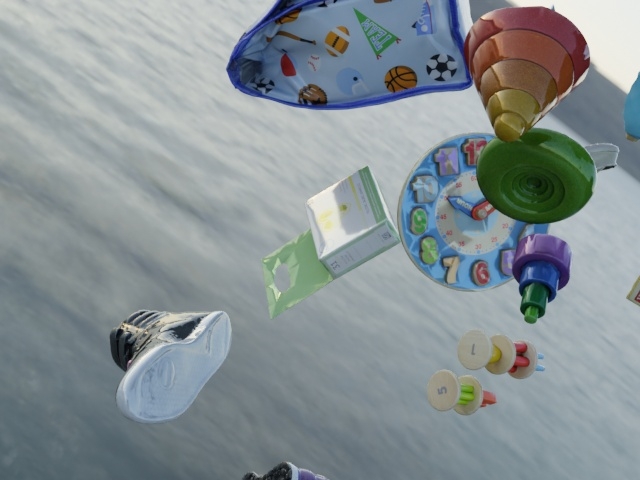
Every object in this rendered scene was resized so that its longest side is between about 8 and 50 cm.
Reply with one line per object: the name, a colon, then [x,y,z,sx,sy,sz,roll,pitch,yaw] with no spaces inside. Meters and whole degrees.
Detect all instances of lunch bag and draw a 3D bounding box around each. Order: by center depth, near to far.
lunch bag: [0.056,-0.348,1.697,0.328,0.385,0.239,-57,134,-68]

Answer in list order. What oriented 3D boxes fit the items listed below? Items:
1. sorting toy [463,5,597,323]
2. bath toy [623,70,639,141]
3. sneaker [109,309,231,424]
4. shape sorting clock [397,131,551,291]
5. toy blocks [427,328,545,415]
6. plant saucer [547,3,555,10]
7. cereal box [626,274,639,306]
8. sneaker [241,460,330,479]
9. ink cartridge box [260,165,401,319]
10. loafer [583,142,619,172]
sorting toy: [0.208,-0.049,1.024,0.365,0.127,0.126,74,28,-42]
bath toy: [0.447,-0.155,1.092,0.151,0.129,0.348,24,18,27]
sneaker: [-0.244,0.174,1.408,0.147,0.104,0.296,-2,15,19]
shape sorting clock: [0.198,-0.035,1.287,0.206,0.206,0.040,35,-1,-12]
toy blocks: [0.223,0.178,1.317,0.148,0.123,0.054,16,25,-42]
plant saucer: [0.338,-0.300,1.521,0.192,0.018,0.067,-55,133,-59]
cereal box: [0.486,0.090,1.166,0.240,0.047,0.173,34,30,18]
sneaker: [-0.068,0.497,1.921,0.124,0.283,0.107,19,64,-21]
ink cartridge box: [0.000,0.000,1.559,0.056,0.235,0.171,54,12,-32]
loafer: [0.384,-0.085,1.704,0.102,0.268,0.092,136,-68,-85]
